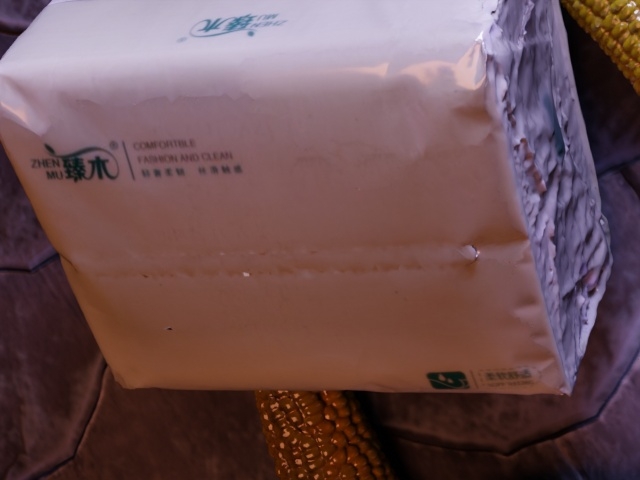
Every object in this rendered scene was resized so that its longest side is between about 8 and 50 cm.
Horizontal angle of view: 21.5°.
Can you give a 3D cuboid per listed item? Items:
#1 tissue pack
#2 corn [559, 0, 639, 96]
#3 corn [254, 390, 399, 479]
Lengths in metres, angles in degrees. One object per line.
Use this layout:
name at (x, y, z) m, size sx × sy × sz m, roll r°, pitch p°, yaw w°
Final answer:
tissue pack at (-0.005, -0.050, 1.202) m, size 0.380 × 0.207 × 0.297 m, roll -3°, pitch 125°, yaw 26°
corn at (0.218, -0.159, 1.164) m, size 0.238 × 0.080 × 0.080 m, roll 47°, pitch 123°, yaw 3°
corn at (0.031, 0.238, 1.403) m, size 0.101 × 0.101 × 0.310 m, roll -24°, pitch 98°, yaw 33°
